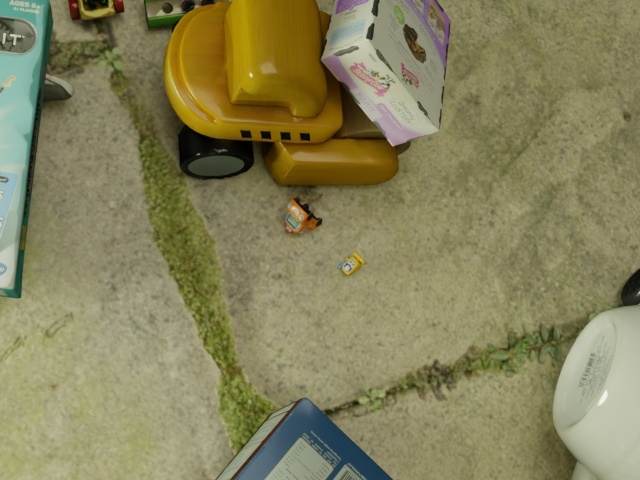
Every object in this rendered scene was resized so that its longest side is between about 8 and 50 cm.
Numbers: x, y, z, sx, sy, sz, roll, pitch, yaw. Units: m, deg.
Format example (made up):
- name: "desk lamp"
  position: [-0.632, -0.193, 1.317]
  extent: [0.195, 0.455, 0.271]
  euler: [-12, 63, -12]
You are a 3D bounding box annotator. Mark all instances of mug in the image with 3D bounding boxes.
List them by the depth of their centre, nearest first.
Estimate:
- name: "mug"
  position: [0.452, 0.269, 1.338]
  extent: [0.328, 0.276, 0.374]
  euler: [24, 97, -5]

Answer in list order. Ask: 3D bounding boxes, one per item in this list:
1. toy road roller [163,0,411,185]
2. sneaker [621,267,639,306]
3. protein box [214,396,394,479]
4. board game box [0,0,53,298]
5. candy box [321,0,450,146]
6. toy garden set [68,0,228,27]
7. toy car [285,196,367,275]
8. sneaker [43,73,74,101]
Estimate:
- name: "toy road roller"
  position: [-0.026, -0.198, 1.311]
  extent: [0.329, 0.240, 0.203]
  euler: [1, 73, -19]
- name: "sneaker"
  position: [0.526, 0.049, 1.512]
  extent: [0.234, 0.084, 0.097]
  euler: [-31, 86, -25]
- name: "protein box"
  position: [-0.028, 0.323, 1.200]
  extent: [0.200, 0.136, 0.201]
  euler: [44, 65, -2]
- name: "board game box"
  position: [-0.444, -0.117, 1.189]
  extent: [0.253, 0.079, 0.336]
  euler: [5, 78, -9]
- name: "candy box"
  position: [0.085, -0.242, 1.297]
  extent: [0.165, 0.070, 0.196]
  euler: [46, 41, -39]
- name: "toy garden set"
  position: [-0.228, -0.392, 1.353]
  extent: [0.203, 0.049, 0.244]
  euler: [-10, 100, -11]
- name: "toy car"
  position: [0.000, 0.000, 1.361]
  extent: [0.040, 0.060, 0.122]
  euler: [-45, 84, 6]
- name: "sneaker"
  position: [-0.376, -0.170, 1.289]
  extent: [0.157, 0.061, 0.065]
  euler: [3, 85, -10]
